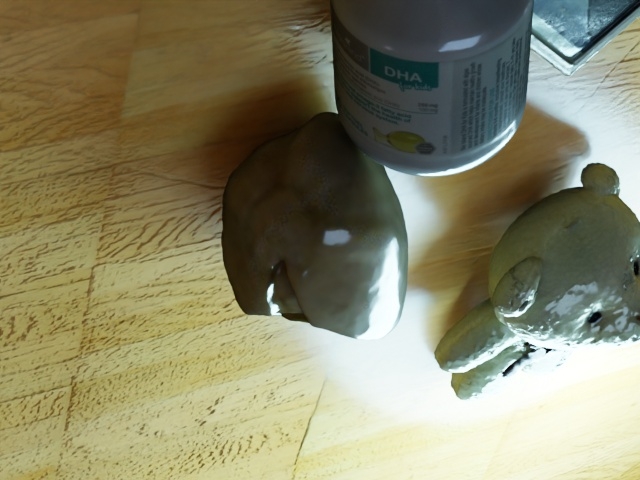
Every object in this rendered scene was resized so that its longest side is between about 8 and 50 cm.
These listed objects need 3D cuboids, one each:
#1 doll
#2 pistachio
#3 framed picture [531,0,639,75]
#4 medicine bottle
[{"bbox_3d":[0.205,0.068,1.706,0.175,0.149,0.278,-54,172,-28],"label":"doll"},{"bbox_3d":[0.000,0.000,1.440,0.153,0.137,0.238,-58,157,-26],"label":"pistachio"},{"bbox_3d":[0.190,-0.206,1.429,0.150,0.015,0.203,-41,146,15],"label":"framed picture"},{"bbox_3d":[0.073,-0.154,1.294,0.135,0.135,0.215,-23,146,-13],"label":"medicine bottle"}]
